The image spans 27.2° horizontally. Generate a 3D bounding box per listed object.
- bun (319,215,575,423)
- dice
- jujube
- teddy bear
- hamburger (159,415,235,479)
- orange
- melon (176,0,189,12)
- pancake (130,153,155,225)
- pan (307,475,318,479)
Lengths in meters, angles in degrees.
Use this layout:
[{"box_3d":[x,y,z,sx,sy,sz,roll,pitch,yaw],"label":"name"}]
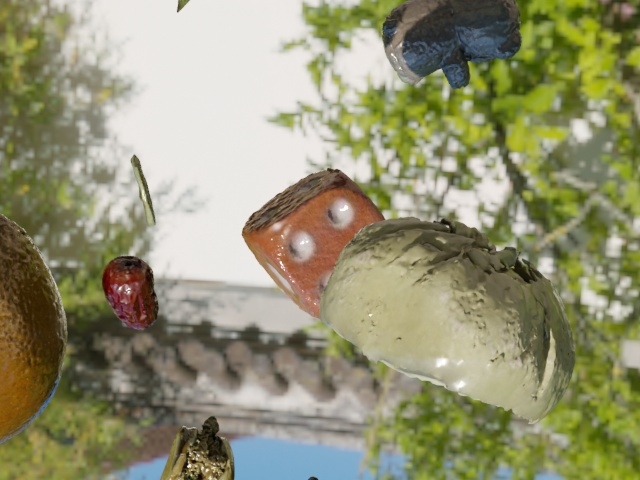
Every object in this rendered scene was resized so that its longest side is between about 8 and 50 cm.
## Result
[{"box_3d":[0.133,0.062,1.276,0.259,0.152,0.259,21,-176,-1],"label":"bun"},{"box_3d":[0.000,0.000,2.005,0.179,0.174,0.175,-40,-165,-7],"label":"dice"},{"box_3d":[-0.267,0.075,1.874,0.077,0.129,0.077,-4,-130,5],"label":"jujube"},{"box_3d":[0.250,-0.404,2.528,0.267,0.236,0.151,-15,161,5],"label":"teddy bear"},{"box_3d":[-0.226,0.424,2.517,0.131,0.185,0.159,16,170,-10],"label":"hamburger"},{"box_3d":[-0.525,0.128,1.900,0.322,0.357,0.322,10,-160,-4],"label":"orange"},{"box_3d":[-0.206,-0.433,1.982,0.054,0.182,0.098,-9,-166,-26],"label":"melon"},{"box_3d":[-0.253,-0.073,1.883,0.017,0.108,0.108,-14,-171,-8],"label":"pancake"},{"box_3d":[-0.030,0.454,1.880,0.028,0.235,0.136,21,166,-24],"label":"pan"}]
